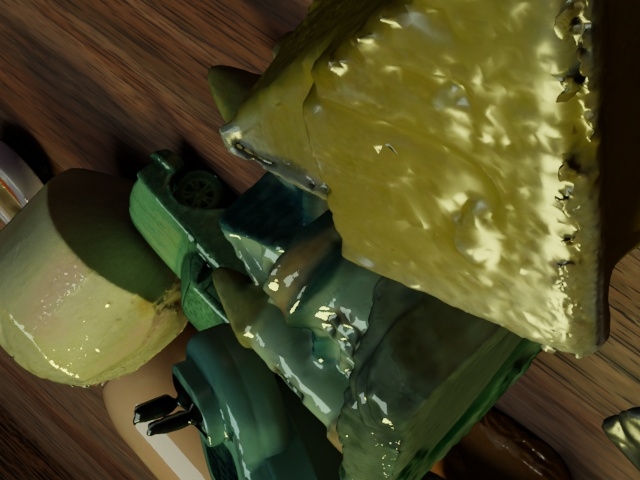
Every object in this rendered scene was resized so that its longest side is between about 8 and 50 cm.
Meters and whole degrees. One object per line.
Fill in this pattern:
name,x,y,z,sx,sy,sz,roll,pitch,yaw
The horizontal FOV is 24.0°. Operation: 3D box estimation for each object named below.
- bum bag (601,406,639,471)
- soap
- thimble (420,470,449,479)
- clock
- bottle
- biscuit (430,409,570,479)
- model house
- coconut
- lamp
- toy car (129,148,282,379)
bum bag,0.293,0.194,1.031,0.248,0.060,0.123,54,160,-19
soap,0.049,-0.136,0.792,0.304,0.169,0.338,25,150,27
thimble,0.105,0.325,1.328,0.172,0.205,0.236,23,152,32
clock,-0.387,-0.069,1.928,0.172,0.064,0.198,35,155,32
bottle,-0.150,0.180,1.773,0.297,0.173,0.206,49,128,7
biscuit,0.151,0.208,1.379,0.186,0.036,0.192,38,156,31
model house,0.000,0.000,1.097,0.325,0.194,0.267,44,160,17
coconut,-0.240,0.035,1.611,0.241,0.241,0.241,41,158,20
lamp,-0.051,0.203,1.387,0.284,0.147,0.209,57,170,-30
toy car,-0.071,0.056,1.466,0.320,0.097,0.141,45,159,8
